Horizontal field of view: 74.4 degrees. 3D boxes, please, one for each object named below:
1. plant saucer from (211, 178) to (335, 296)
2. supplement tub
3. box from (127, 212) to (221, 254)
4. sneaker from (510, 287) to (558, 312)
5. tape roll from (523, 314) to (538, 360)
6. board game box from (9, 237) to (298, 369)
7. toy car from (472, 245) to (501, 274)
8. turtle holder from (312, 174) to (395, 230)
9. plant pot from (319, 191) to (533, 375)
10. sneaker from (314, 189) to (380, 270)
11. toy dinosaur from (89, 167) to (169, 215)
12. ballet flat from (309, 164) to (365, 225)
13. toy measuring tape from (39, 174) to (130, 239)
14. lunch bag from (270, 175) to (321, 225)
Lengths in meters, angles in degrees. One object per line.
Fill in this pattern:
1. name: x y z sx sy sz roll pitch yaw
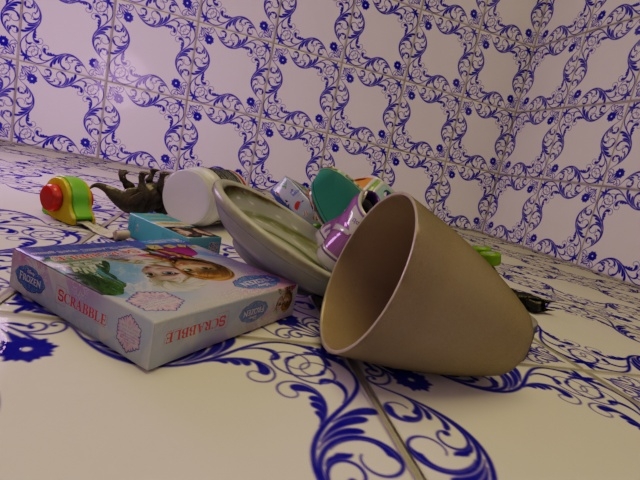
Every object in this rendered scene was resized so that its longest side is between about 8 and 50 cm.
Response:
1. plant saucer: -0.076 0.017 0.917 0.400 0.101 0.400 34 10 -7
2. supplement tub: -0.369 -0.146 1.402 0.190 0.191 0.272 15 10 14
3. box: -0.364 -0.011 1.039 0.244 0.060 0.100 18 12 33
4. sneaker: 0.579 0.171 1.186 0.170 0.051 0.089 10 5 -33
5. tape roll: 0.315 0.163 0.859 0.218 0.073 0.219 12 10 -2
6. board game box: -0.253 0.073 0.693 0.317 0.066 0.318 17 11 26
7. toy car: 0.349 0.099 1.081 0.188 0.155 0.149 0 9 5
8. turtle holder: 0.160 -0.056 1.325 0.320 0.228 0.243 35 -9 -1
9. plant pot: 0.179 0.101 0.653 0.273 0.257 0.256 26 7 -14
10. sneaker: 0.071 -0.030 0.881 0.102 0.161 0.282 32 9 -8
11. toy dinosaur: -0.558 -0.142 1.329 0.120 0.161 0.313 15 18 25
12. ballet flat: 0.119 -0.007 1.071 0.409 0.147 0.147 51 22 13
13. toy measuring tape: -0.602 -0.095 1.069 0.329 0.122 0.121 17 11 25
14. lunch bag: -0.059 -0.133 1.633 0.243 0.115 0.303 45 8 15
